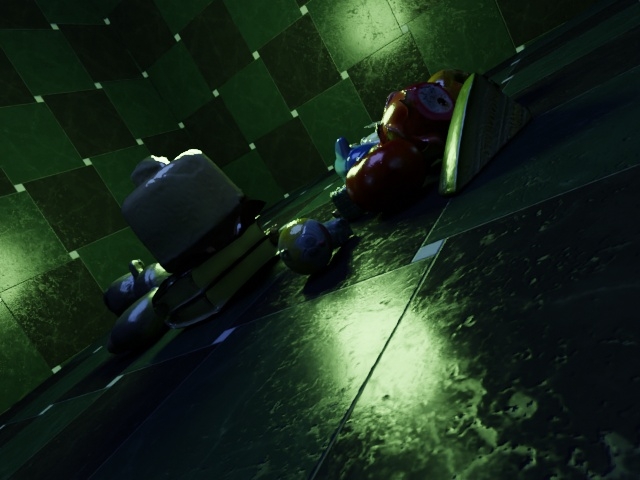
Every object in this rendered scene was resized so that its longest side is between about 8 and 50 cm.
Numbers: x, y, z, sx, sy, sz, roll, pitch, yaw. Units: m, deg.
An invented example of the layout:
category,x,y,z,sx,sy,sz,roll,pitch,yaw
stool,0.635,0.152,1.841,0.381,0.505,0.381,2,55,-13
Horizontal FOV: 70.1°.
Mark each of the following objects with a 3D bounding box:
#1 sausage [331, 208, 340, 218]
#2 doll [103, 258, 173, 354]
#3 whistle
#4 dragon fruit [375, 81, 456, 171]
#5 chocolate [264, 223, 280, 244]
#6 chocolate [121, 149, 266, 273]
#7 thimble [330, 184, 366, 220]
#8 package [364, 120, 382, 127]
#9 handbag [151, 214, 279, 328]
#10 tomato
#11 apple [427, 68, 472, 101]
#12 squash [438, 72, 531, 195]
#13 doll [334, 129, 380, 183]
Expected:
category,x,y,z,sx,sy,sz,roll,pitch,yaw
sausage,0.085,-0.108,1.405,0.116,0.026,0.026,-37,11,-19
doll,-0.646,0.227,1.576,0.382,0.252,0.378,-36,8,28
whistle,0.000,0.000,0.972,0.223,0.122,0.123,-23,-1,-44
dragon fruit,0.247,-0.279,1.157,0.224,0.224,0.227,-39,-20,-24
chocolate,-0.264,0.054,1.644,0.329,0.065,0.102,-41,-20,-32
chocolate,-0.373,-0.105,1.254,0.326,0.297,0.314,-20,23,22
thimble,0.094,-0.117,1.233,0.118,0.090,0.135,-30,9,13
package,0.273,-0.410,1.496,0.239,0.030,0.154,-22,9,-32
handbag,-0.303,0.089,1.352,0.237,0.160,0.358,-32,10,40
tomato,0.152,-0.144,1.045,0.195,0.136,0.195,-34,7,5
apple,0.390,-0.409,1.366,0.196,0.196,0.196,-33,10,7
squash,0.328,-0.180,0.955,0.111,0.203,0.288,-18,55,56
doll,0.168,-0.287,1.506,0.366,0.187,0.376,-36,-6,-45
